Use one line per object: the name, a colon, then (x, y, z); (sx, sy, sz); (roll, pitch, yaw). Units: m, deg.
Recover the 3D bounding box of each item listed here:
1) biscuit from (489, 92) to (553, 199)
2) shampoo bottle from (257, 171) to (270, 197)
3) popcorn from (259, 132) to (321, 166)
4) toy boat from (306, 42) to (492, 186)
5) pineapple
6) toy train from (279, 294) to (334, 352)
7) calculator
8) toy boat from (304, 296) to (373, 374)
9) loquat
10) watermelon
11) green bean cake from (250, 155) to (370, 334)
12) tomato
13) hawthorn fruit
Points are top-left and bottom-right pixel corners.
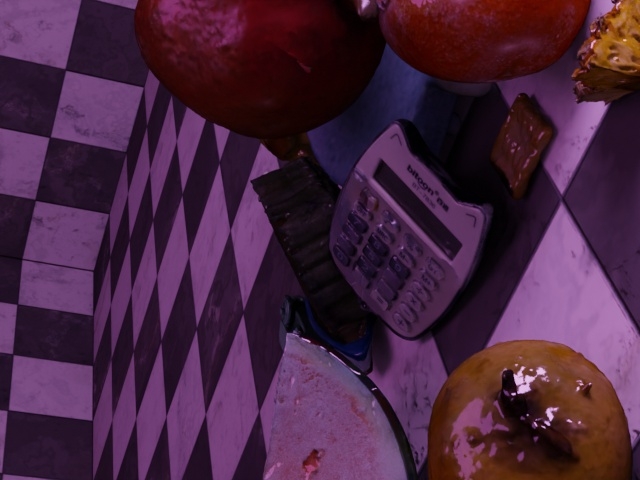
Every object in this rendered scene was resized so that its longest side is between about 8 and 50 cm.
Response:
biscuit: (0.193, -0.091, 1.115); (0.083, 0.018, 0.081); (-109, 34, -56)
shampoo bottle: (-0.076, -0.067, 1.902); (0.049, 0.034, 0.141); (-66, 22, 17)
popcorn: (-0.019, -0.206, 1.576); (0.189, 0.169, 0.218); (172, 82, -78)
toy boat: (0.097, -0.152, 1.343); (0.330, 0.123, 0.215); (29, 106, 59)
pineapple: (0.243, -0.142, 0.943); (0.114, 0.077, 0.114); (-50, -8, -25)
toy train: (-0.015, 0.137, 1.550); (0.172, 0.070, 0.099); (-120, 33, -64)
calculator: (0.086, 0.000, 1.213); (0.177, 0.040, 0.268); (49, 142, 16)
toy boat: (0.030, 0.102, 1.439); (0.229, 0.080, 0.046); (-119, 9, -63)
loquat: (0.154, 0.165, 0.883); (0.204, 0.149, 0.172); (103, 168, -61)
watermelon: (0.008, 0.253, 1.220); (0.224, 0.180, 0.305); (1, 83, 61)
green bean cake: (0.000, 0.000, 1.410); (0.173, 0.094, 0.181); (65, 177, -25)
tomato: (0.153, -0.252, 1.050); (0.232, 0.189, 0.232); (-171, 90, -78)
hawthorn fruit: (-0.055, -0.261, 1.235); (0.311, 0.295, 0.295); (131, 145, -59)
